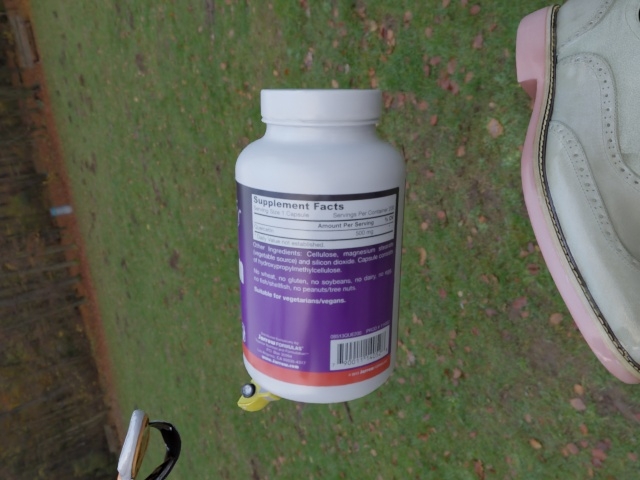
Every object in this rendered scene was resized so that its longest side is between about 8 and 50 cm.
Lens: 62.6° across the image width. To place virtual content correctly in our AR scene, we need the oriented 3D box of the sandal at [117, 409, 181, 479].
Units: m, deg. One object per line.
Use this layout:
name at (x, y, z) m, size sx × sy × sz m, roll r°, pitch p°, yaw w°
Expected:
sandal at (-0.241, 0.307, 0.753) m, size 0.265 × 0.076 × 0.101 m, roll 124°, pitch 159°, yaw -60°

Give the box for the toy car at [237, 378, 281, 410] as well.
toy car at (-0.031, 0.168, 0.893) m, size 0.053 × 0.225 × 0.238 m, roll 27°, pitch 111°, yaw 27°

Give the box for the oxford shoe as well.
oxford shoe at (0.270, -0.081, 0.461) m, size 0.147 × 0.141 × 0.396 m, roll -20°, pitch 59°, yaw 42°

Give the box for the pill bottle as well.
pill bottle at (0.000, 0.000, 0.583) m, size 0.182 × 0.182 × 0.322 m, roll 27°, pitch 121°, yaw 57°
